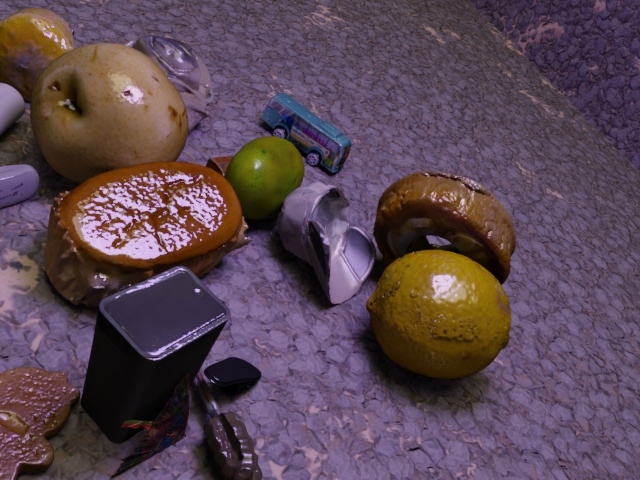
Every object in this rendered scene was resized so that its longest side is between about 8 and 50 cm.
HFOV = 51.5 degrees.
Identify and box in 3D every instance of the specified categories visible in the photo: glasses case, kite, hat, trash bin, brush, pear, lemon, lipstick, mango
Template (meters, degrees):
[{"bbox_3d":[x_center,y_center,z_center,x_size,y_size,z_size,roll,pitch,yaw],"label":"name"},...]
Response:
[{"bbox_3d":[-0.621,-0.093,1.235,0.049,0.076,0.197,44,40,22],"label":"glasses case"},{"bbox_3d":[-0.248,0.285,1.009,0.010,0.159,0.190,30,78,30],"label":"kite"},{"bbox_3d":[0.005,0.007,1.461,0.232,0.161,0.275,2,67,-57],"label":"hat"},{"bbox_3d":[-0.170,-0.178,1.631,0.218,0.049,0.075,-12,54,-40],"label":"glasses case"},{"bbox_3d":[-0.260,0.178,1.015,0.122,0.240,0.164,42,41,17],"label":"trash bin"},{"bbox_3d":[-0.172,0.282,1.089,0.071,0.084,0.301,-22,47,-17],"label":"brush"},{"bbox_3d":[-0.427,-0.252,1.367,0.309,0.309,0.309,17,39,-14],"label":"pear"},{"bbox_3d":[0.247,0.151,1.350,0.310,0.258,0.258,19,38,-5],"label":"lemon"},{"bbox_3d":[-0.702,-0.202,1.299,0.087,0.087,0.326,24,38,-6],"label":"lipstick"},{"bbox_3d":[-0.133,-0.135,1.483,0.149,0.185,0.273,27,26,9],"label":"mango"}]

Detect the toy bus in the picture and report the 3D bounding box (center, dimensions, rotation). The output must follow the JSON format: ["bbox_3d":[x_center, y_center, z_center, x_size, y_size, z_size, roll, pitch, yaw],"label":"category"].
[{"bbox_3d":[-0.038,-0.292,1.803,0.262,0.109,0.091,36,32,8],"label":"toy bus"}]

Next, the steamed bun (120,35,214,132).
[{"bbox_3d":[-0.397,-0.386,1.603,0.268,0.207,0.280,31,39,3],"label":"steamed bun"}]

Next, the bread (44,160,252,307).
[{"bbox_3d":[-0.326,-0.025,1.254,0.236,0.183,0.389,46,41,18],"label":"bread"}]

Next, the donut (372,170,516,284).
[{"bbox_3d":[0.266,0.009,1.483,0.330,0.330,0.160,28,49,-1],"label":"donut"}]

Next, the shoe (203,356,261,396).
[{"bbox_3d":[-0.161,0.242,1.150,0.062,0.053,0.159,34,6,20],"label":"shoe"}]

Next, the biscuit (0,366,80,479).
[{"bbox_3d":[-0.452,0.267,0.962,0.166,0.036,0.225,26,35,-4],"label":"biscuit"}]

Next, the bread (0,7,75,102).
[{"bbox_3d":[-0.651,-0.428,1.520,0.197,0.197,0.170,15,29,-17],"label":"bread"}]
